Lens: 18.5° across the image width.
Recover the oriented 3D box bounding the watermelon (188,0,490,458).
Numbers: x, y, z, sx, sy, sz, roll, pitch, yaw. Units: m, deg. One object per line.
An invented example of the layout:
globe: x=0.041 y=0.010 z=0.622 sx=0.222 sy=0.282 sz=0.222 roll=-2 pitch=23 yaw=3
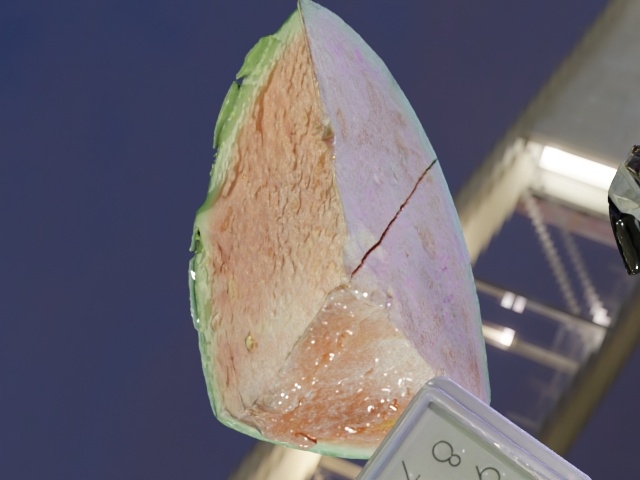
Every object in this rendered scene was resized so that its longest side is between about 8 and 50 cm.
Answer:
watermelon: x=-0.015 y=0.016 z=1.622 sx=0.319 sy=0.222 sz=0.292 roll=40 pitch=-145 yaw=-55

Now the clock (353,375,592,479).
clock: x=0.082 y=0.208 z=1.346 sx=0.193 sy=0.144 sz=0.073 roll=-55 pitch=-7 yaw=-4

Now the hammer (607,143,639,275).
hammer: x=0.350 y=0.088 z=1.216 sx=0.044 sy=0.427 sz=0.152 roll=-47 pitch=-7 yaw=-21
